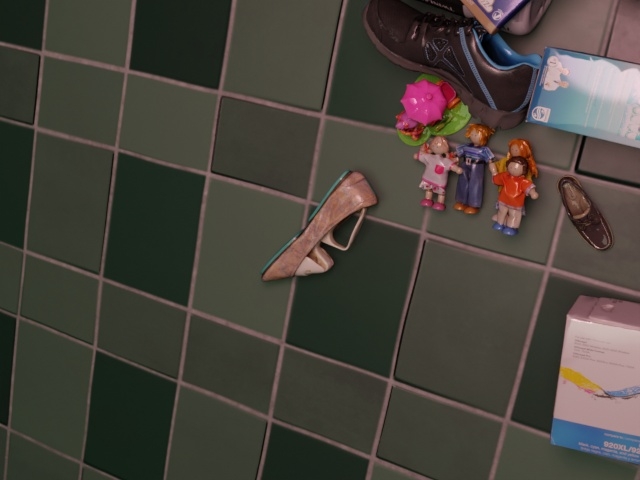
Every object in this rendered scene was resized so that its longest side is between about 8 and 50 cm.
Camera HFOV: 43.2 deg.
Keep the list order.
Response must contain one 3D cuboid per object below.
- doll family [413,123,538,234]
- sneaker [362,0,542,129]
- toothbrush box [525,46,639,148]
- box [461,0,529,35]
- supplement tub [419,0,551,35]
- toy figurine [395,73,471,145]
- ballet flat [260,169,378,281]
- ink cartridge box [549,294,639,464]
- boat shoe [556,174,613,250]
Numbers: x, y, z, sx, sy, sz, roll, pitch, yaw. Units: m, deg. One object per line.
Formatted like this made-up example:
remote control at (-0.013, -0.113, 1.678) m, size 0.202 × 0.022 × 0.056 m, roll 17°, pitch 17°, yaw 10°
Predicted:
doll family at (0.302, -0.125, 1.478) m, size 0.263 × 0.118 × 0.163 m, roll 22°, pitch 115°, yaw 39°
sneaker at (0.227, -0.337, 1.375) m, size 0.341 × 0.125 × 0.139 m, roll 35°, pitch 144°, yaw 11°
toothbrush box at (0.505, -0.219, 1.293) m, size 0.295 × 0.216 × 0.126 m, roll 16°, pitch 106°, yaw 21°
box at (0.301, -0.440, 1.221) m, size 0.225 × 0.036 × 0.136 m, roll -42°, pitch 80°, yaw 21°
supplement tub at (0.235, -0.497, 1.374) m, size 0.338 × 0.207 × 0.207 m, roll 25°, pitch 109°, yaw 19°
toy figurine at (0.182, -0.237, 1.471) m, size 0.173 × 0.159 × 0.130 m, roll -42°, pitch 81°, yaw 26°
ballet flat at (0.000, 0.000, 1.633) m, size 0.106 × 0.107 × 0.316 m, roll 43°, pitch 115°, yaw 4°
ink cartridge box at (0.506, 0.232, 1.397) m, size 0.168 × 0.171 × 0.233 m, roll 9°, pitch 103°, yaw 23°
boat shoe at (0.465, -0.045, 1.434) m, size 0.056 × 0.049 × 0.152 m, roll -36°, pitch 84°, yaw 25°
